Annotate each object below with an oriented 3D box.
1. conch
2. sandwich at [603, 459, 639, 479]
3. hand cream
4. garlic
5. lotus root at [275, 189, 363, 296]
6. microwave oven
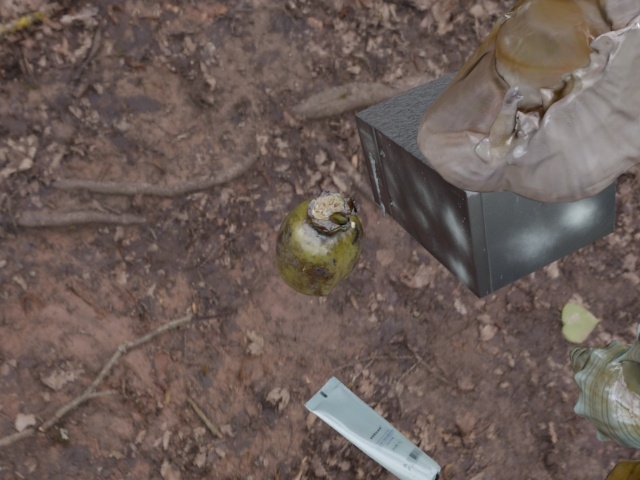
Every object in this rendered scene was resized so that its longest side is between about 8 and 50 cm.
[{"bbox_3d":[0.330,0.139,0.624,0.114,0.234,0.137,-13,88,-28],"label":"conch"},{"bbox_3d":[0.338,0.364,0.622,0.226,0.087,0.251,-39,102,-34],"label":"sandwich"},{"bbox_3d":[0.121,0.423,1.406,0.320,0.067,0.109,36,47,19],"label":"hand cream"},{"bbox_3d":[0.179,-0.101,0.433,0.143,0.229,0.178,43,34,-21],"label":"garlic"},{"bbox_3d":[-0.001,-0.002,1.113,0.154,0.278,0.154,3,63,-6],"label":"lotus root"},{"bbox_3d":[0.320,-0.144,1.291,0.374,0.236,0.432,-24,36,-12],"label":"microwave oven"}]
